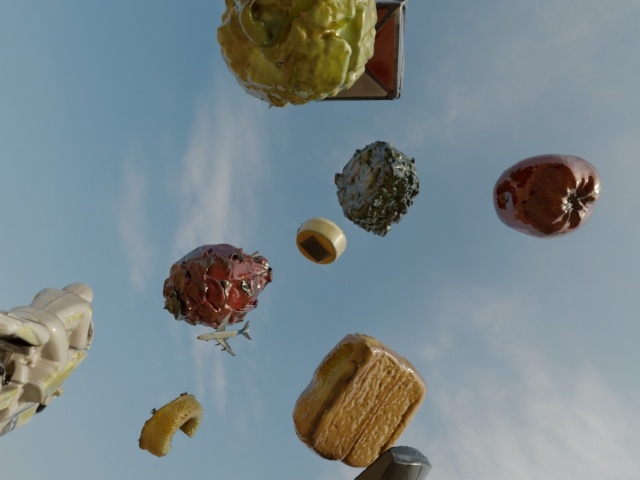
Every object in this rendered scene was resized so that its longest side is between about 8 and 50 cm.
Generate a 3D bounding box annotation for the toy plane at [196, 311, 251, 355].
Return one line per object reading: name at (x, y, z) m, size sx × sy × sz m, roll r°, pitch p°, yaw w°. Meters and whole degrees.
toy plane at (-0.151, 0.148, 0.636) m, size 0.085 × 0.077 × 0.024 m, roll -11°, pitch -38°, yaw -6°

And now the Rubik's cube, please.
Rubik's cube at (0.131, -0.658, 1.324) m, size 0.308 × 0.310 × 0.305 m, roll 3°, pitch -48°, yaw 13°

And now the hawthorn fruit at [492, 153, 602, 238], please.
hawthorn fruit at (0.678, -0.135, 1.249) m, size 0.300 × 0.276 × 0.275 m, roll -4°, pitch -72°, yaw 61°

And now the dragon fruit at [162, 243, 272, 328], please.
dragon fruit at (-0.277, 0.128, 1.109) m, size 0.299 × 0.244 × 0.244 m, roll -11°, pitch -73°, yaw -13°

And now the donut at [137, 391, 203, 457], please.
donut at (-0.390, 0.494, 1.091) m, size 0.078 × 0.181 × 0.145 m, roll 27°, pitch -78°, yaw 29°

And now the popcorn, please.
popcorn at (-0.044, -0.368, 0.699) m, size 0.283 × 0.282 × 0.246 m, roll -3°, pitch -52°, yaw 30°

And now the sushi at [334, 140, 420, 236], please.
sushi at (0.205, -0.206, 1.465) m, size 0.178 × 0.351 × 0.294 m, roll 24°, pitch -61°, yaw -26°

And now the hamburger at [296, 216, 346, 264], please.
hamburger at (0.000, 0.000, 1.016) m, size 0.127 × 0.081 × 0.141 m, roll 35°, pitch -42°, yaw -1°

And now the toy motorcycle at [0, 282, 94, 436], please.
toy motorcycle at (-0.407, 0.159, 0.578) m, size 0.108 × 0.222 × 0.341 m, roll 25°, pitch -19°, yaw -8°

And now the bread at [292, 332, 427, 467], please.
bread at (0.110, 0.441, 1.119) m, size 0.336 × 0.328 × 0.148 m, roll -56°, pitch -149°, yaw -3°

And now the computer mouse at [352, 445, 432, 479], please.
computer mouse at (0.149, 0.615, 0.973) m, size 0.269 × 0.170 × 0.100 m, roll -49°, pitch -136°, yaw 12°
